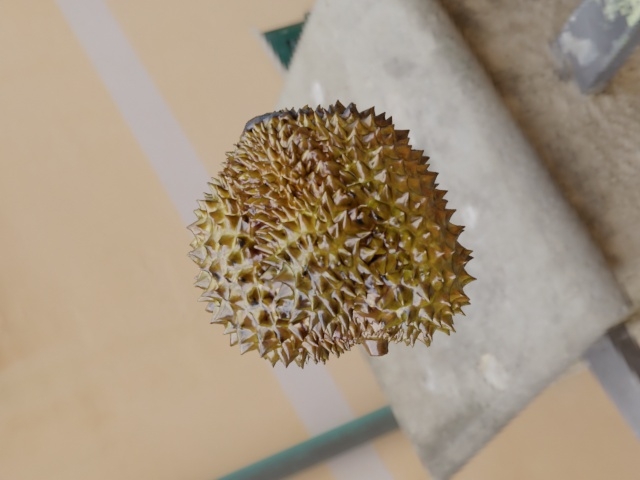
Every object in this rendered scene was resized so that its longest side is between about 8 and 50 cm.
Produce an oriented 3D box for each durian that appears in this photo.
[{"bbox_3d":[0.000,0.000,0.735,0.168,0.158,0.137,67,-173,18],"label":"durian"}]
